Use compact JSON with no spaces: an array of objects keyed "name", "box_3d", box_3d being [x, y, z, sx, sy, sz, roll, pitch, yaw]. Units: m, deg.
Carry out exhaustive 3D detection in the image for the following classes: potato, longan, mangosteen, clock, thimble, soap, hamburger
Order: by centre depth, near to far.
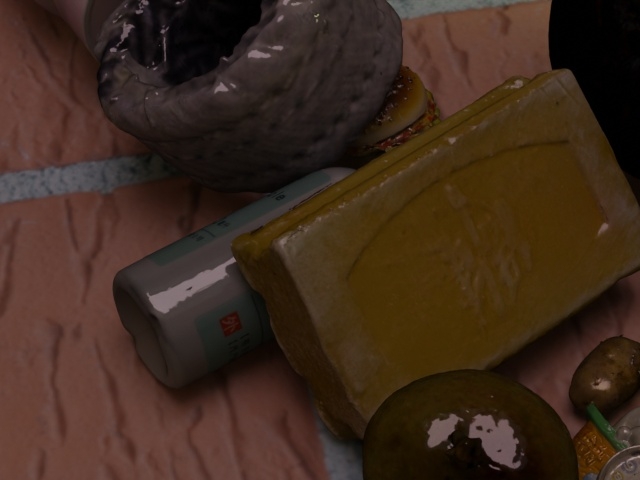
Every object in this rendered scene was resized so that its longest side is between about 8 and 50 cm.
[{"name":"longan","box_3d":[0.108,0.164,1.250,0.155,0.176,0.145,-18,79,-2]},{"name":"clock","box_3d":[0.274,0.200,1.287,0.144,0.103,0.231,-28,53,-11]},{"name":"soap","box_3d":[0.108,0.010,1.395,0.315,0.091,0.199,-30,97,-24]},{"name":"potato","box_3d":[0.236,0.111,1.403,0.051,0.040,0.083,26,53,37]},{"name":"thimble","box_3d":[-0.066,-0.163,1.504,0.245,0.157,0.217,-27,49,25]},{"name":"mangosteen","box_3d":[0.351,-0.178,1.506,0.300,0.300,0.300,-1,50,1]},{"name":"hamburger","box_3d":[0.041,-0.116,1.573,0.126,0.081,0.141,-28,54,-20]}]

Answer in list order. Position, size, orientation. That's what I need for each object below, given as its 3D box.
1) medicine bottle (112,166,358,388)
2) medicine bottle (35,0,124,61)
[{"name":"medicine bottle","box_3d":[0.000,0.000,1.458,0.352,0.110,0.110,-28,54,-20]},{"name":"medicine bottle","box_3d":[-0.231,-0.344,1.689,0.214,0.213,0.378,-24,54,-17]}]
